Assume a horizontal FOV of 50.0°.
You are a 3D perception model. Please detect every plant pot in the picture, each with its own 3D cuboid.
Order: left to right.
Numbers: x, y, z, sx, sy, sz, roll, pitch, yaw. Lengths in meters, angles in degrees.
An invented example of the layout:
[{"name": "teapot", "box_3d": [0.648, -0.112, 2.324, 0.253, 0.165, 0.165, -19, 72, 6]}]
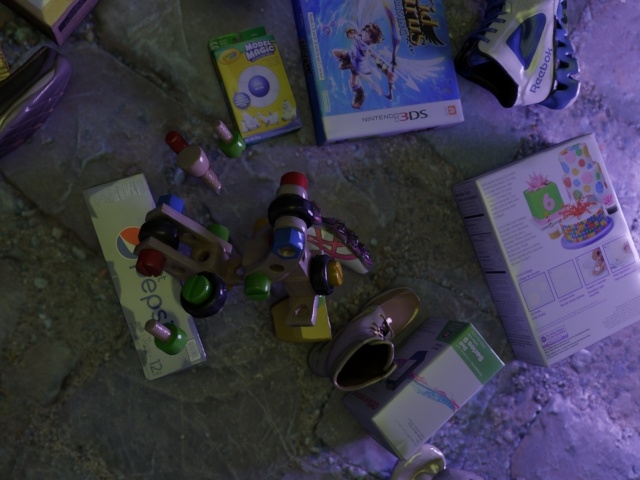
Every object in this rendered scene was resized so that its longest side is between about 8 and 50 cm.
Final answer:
[{"name": "plant pot", "box_3d": [-0.035, 0.120, 1.069, 0.083, 0.081, 0.082, -11, 90, -8]}]

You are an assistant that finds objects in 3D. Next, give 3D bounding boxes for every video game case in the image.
[{"name": "video game case", "box_3d": [0.094, -0.305, 1.128, 0.244, 0.061, 0.270, -10, 90, -15]}]

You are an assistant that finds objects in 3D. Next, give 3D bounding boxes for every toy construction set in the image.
[{"name": "toy construction set", "box_3d": [-0.106, 0.003, 0.974, 0.257, 0.237, 0.309, -29, 52, 7]}]

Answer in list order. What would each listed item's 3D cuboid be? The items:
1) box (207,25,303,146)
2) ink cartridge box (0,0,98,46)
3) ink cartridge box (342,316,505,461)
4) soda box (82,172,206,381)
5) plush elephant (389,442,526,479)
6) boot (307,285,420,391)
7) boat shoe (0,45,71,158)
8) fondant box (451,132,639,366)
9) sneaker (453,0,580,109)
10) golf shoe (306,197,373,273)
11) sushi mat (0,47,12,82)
[{"name": "box", "box_3d": [-0.104, -0.247, 1.085, 0.105, 0.043, 0.179, -20, 91, -14]}, {"name": "ink cartridge box", "box_3d": [-0.419, -0.435, 0.991, 0.234, 0.088, 0.193, 36, 81, -9]}, {"name": "ink cartridge box", "box_3d": [0.154, 0.224, 1.070, 0.212, 0.154, 0.093, -42, 98, -12]}, {"name": "soda box", "box_3d": [-0.255, 0.052, 1.005, 0.091, 0.098, 0.286, -19, 92, -12]}, {"name": "plush elephant", "box_3d": [0.230, 0.460, 1.043, 0.272, 0.330, 0.255, 32, 57, -24]}, {"name": "boot", "box_3d": [0.088, 0.149, 1.050, 0.213, 0.165, 0.077, -34, 96, -12]}, {"name": "boat shoe", "box_3d": [-0.499, -0.153, 0.934, 0.130, 0.132, 0.355, 45, 77, -11]}, {"name": "fondant box", "box_3d": [0.399, 0.014, 1.172, 0.238, 0.096, 0.330, -22, 94, -14]}, {"name": "sneaker", "box_3d": [0.312, -0.362, 1.150, 0.182, 0.127, 0.316, -15, 93, -16]}, {"name": "golf shoe", "box_3d": [0.000, 0.000, 1.096, 0.186, 0.067, 0.086, 37, 108, -12]}, {"name": "sushi mat", "box_3d": [-0.618, -0.251, 0.968, 0.316, 0.019, 0.151, -19, 93, -14]}]
